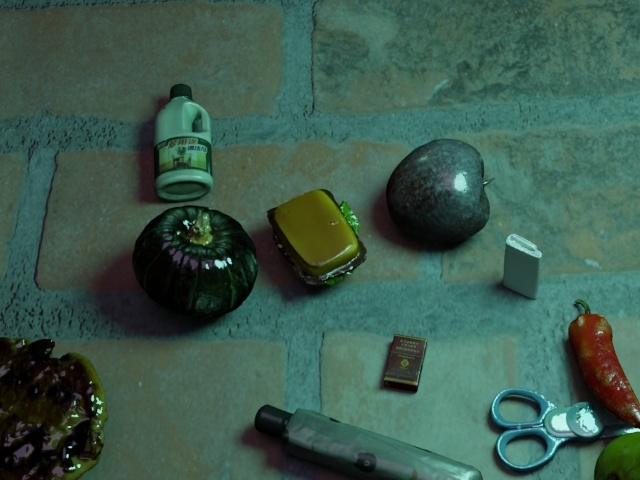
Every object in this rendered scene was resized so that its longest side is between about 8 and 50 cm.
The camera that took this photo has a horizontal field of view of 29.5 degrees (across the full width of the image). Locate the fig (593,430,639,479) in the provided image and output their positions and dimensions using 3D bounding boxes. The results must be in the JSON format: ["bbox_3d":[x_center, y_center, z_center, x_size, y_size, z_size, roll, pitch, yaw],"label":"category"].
[{"bbox_3d":[0.459,0.328,1.644,0.142,0.186,0.148,-54,32,21],"label":"fig"}]

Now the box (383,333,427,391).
[{"bbox_3d":[0.128,0.183,1.819,0.052,0.023,0.082,8,57,12],"label":"box"}]

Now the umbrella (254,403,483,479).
[{"bbox_3d":[0.064,0.303,1.719,0.337,0.067,0.073,16,46,16],"label":"umbrella"}]

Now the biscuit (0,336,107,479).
[{"bbox_3d":[-0.472,0.279,1.781,0.334,0.081,0.289,-14,57,1],"label":"biscuit"}]

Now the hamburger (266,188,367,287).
[{"bbox_3d":[0.000,0.000,1.915,0.137,0.087,0.166,-23,59,-11],"label":"hamburger"}]

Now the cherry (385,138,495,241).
[{"bbox_3d":[0.187,-0.082,1.920,0.176,0.140,0.176,-5,68,12],"label":"cherry"}]

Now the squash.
[{"bbox_3d":[-0.192,0.032,1.876,0.193,0.156,0.193,7,65,-16],"label":"squash"}]

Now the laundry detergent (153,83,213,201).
[{"bbox_3d":[-0.234,-0.173,2.065,0.099,0.070,0.225,-11,55,8],"label":"laundry detergent"}]

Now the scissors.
[{"bbox_3d":[0.375,0.261,1.738,0.256,0.030,0.125,-6,58,3],"label":"scissors"}]

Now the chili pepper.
[{"bbox_3d":[0.405,0.175,1.753,0.063,0.071,0.272,19,35,-23],"label":"chili pepper"}]

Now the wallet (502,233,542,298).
[{"bbox_3d":[0.305,0.041,1.836,0.061,0.122,0.025,32,65,24],"label":"wallet"}]
